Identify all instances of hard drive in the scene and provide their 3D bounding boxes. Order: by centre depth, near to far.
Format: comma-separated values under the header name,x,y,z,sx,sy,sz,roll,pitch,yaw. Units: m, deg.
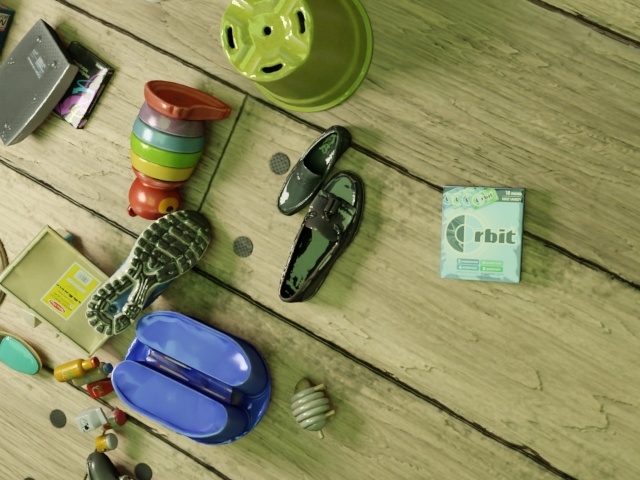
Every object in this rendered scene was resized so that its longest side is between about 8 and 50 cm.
name,x,y,z,sx,sy,sz,roll,pitch,yaw
hard drive,-0.649,-0.348,1.881,0.255,0.054,0.172,-44,66,20

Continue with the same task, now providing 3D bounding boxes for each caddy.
name,x,y,z,sx,sy,sz,roll,pitch,yaw
caddy,-0.275,0.293,1.804,0.341,0.179,0.241,24,81,13

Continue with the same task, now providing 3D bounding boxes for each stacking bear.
name,x,y,z,sx,sy,sz,roll,pitch,yaw
stacking bear,-0.328,-0.175,1.776,0.164,0.175,0.289,35,116,33

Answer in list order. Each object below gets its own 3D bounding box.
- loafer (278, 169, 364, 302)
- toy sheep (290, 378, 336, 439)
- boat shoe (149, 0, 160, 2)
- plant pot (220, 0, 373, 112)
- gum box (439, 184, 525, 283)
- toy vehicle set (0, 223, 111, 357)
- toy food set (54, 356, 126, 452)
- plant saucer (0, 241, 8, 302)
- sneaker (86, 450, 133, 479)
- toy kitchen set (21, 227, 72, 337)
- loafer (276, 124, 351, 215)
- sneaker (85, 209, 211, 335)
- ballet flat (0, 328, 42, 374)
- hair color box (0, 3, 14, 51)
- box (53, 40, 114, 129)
name,x,y,z,sx,sy,sz,roll,pitch,yaw
loafer,0.000,0.000,1.721,0.109,0.095,0.302,29,104,12
toy sheep,-0.017,0.355,1.777,0.091,0.091,0.132,-29,69,18
boat shoe,-0.391,-0.653,1.760,0.108,0.102,0.301,-9,94,18
plant pot,-0.062,-0.386,1.612,0.276,0.254,0.276,2,98,17
gum box,0.317,-0.014,1.650,0.157,0.041,0.184,4,97,17
toy vehicle set,-0.553,0.113,1.847,0.166,0.035,0.267,-47,111,-6
toy food set,-0.491,0.359,1.904,0.105,0.111,0.232,-20,102,18
plant saucer,-0.881,0.069,2.034,0.278,0.041,0.277,2,98,18
sneaker,-0.401,0.601,1.920,0.146,0.122,0.330,-35,87,3
toy kitchen set,-0.575,0.110,1.923,0.166,0.122,0.207,23,123,13
loafer,-0.022,-0.143,1.720,0.076,0.078,0.223,41,106,9
sneaker,-0.372,0.060,1.817,0.330,0.147,0.130,-44,99,-7
ballet flat,-0.754,0.239,1.996,0.232,0.073,0.080,30,102,-3
hair color box,-0.852,-0.405,1.932,0.174,0.105,0.347,28,104,12
box,-0.546,-0.347,1.885,0.116,0.029,0.162,36,105,10
